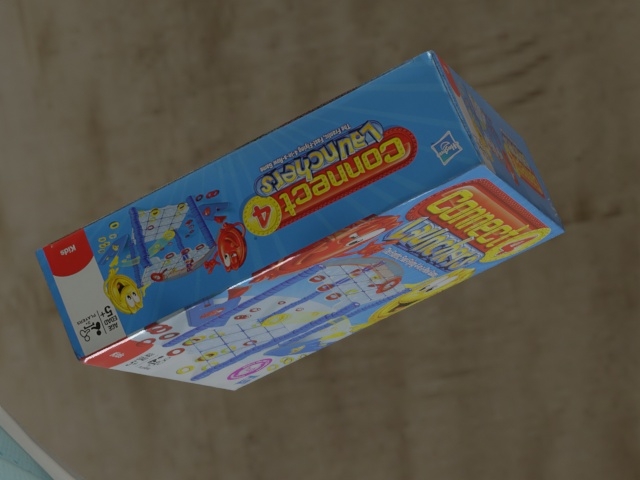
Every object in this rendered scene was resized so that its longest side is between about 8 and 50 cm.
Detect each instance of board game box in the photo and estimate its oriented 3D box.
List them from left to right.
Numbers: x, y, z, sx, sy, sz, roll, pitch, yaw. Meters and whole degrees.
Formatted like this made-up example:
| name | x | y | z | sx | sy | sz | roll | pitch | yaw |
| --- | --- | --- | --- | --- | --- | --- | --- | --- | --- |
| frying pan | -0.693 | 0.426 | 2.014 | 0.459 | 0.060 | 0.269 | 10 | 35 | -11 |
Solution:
| name | x | y | z | sx | sy | sz | roll | pitch | yaw |
| --- | --- | --- | --- | --- | --- | --- | --- | --- | --- |
| board game box | 0.000 | 0.000 | 1.343 | 0.086 | 0.302 | 0.308 | 67 | 13 | 14 |

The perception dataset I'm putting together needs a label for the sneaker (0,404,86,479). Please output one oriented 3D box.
| name | x | y | z | sx | sy | sz | roll | pitch | yaw |
| --- | --- | --- | --- | --- | --- | --- | --- | --- | --- |
| sneaker | -0.090 | 0.079 | 0.320 | 0.135 | 0.366 | 0.150 | -58 | -156 | -1 |
